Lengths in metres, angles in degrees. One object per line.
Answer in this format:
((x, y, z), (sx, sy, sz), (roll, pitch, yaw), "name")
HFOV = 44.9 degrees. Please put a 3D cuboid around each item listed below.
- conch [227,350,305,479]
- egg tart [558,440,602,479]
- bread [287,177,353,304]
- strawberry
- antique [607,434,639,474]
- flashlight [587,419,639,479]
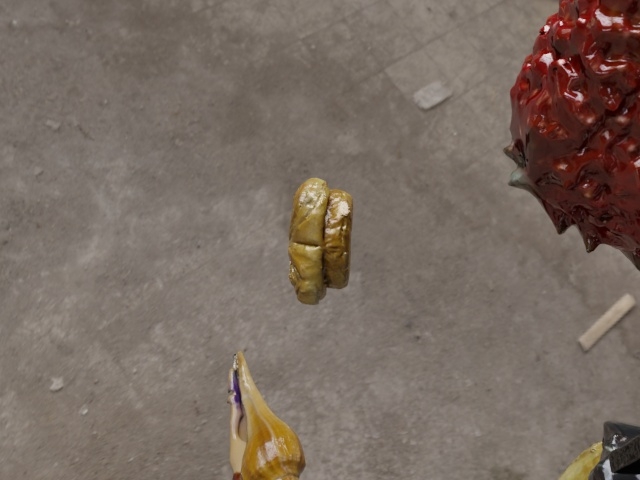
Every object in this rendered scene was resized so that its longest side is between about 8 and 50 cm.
((-0.079, 0.285, 1.124), (0.093, 0.109, 0.330), (10, 31, -19), "conch")
((0.378, 0.345, 0.881), (0.231, 0.098, 0.252), (0, 82, 19), "egg tart")
((0.000, 0.000, 1.472), (0.120, 0.198, 0.236), (3, 103, 1), "bread")
((0.331, -0.148, 0.702), (0.292, 0.343, 0.292), (8, 55, -11), "strawberry")
((0.204, 0.103, 0.422), (0.031, 0.192, 0.015), (3, 63, 0), "antique")
((0.397, 0.207, 0.512), (0.423, 0.103, 0.103), (8, 59, 15), "flashlight")
